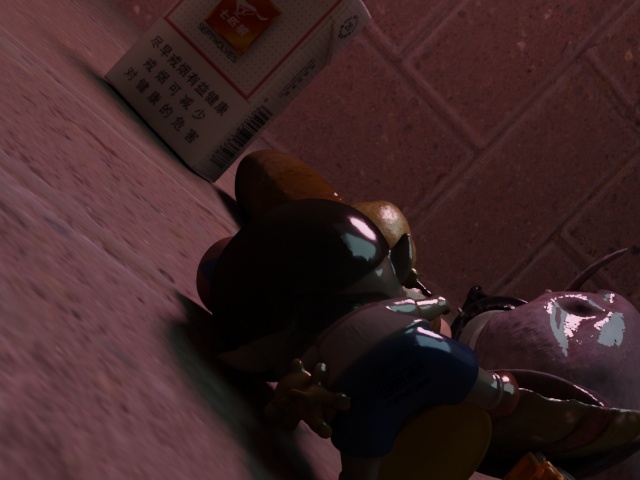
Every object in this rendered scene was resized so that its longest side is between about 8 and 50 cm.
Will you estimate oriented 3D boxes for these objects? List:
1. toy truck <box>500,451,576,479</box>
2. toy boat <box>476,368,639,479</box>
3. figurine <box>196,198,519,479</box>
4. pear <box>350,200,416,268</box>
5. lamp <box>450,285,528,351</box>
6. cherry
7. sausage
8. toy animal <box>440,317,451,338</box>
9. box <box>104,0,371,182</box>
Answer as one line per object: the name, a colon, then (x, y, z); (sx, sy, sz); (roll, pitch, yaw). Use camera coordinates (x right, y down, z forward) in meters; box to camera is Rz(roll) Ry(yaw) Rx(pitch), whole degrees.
toy truck: (0.249, 0.297, 0.908); (0.270, 0.114, 0.135); (41, 5, -7)
toy boat: (0.165, 0.168, 0.999); (0.276, 0.111, 0.293); (3, -12, 28)
figurine: (0.008, 0.064, 0.751); (0.275, 0.161, 0.158); (51, -15, 46)
pear: (0.076, 0.018, 1.690); (0.167, 0.136, 0.167); (18, -29, 10)
lamp: (0.336, 0.201, 1.944); (0.374, 0.205, 0.272); (29, 2, 39)
cherry: (0.385, 0.227, 1.630); (0.326, 0.291, 0.335); (44, 37, -41)
sausage: (-0.002, -0.002, 1.372); (0.136, 0.123, 0.501); (43, 3, -41)
toy animal: (0.190, 0.180, 1.685); (0.089, 0.083, 0.150); (6, 51, -49)
box: (-0.118, -0.274, 1.502); (0.210, 0.330, 0.095); (45, 6, 20)
